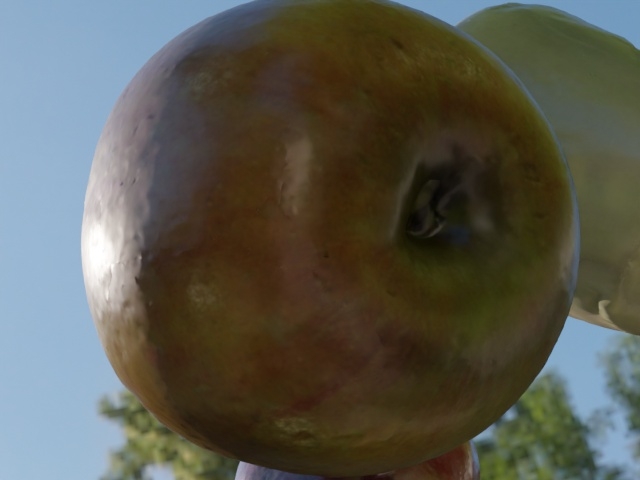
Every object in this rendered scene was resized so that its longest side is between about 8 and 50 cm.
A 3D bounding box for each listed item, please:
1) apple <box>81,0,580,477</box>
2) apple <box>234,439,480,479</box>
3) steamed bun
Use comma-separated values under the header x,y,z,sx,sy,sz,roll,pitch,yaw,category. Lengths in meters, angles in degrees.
x,y,z,sx,sy,sz,roll,pitch,yaw,category
0.000,0.000,0.604,0.182,0.182,0.155,11,-13,-37,apple
0.026,0.151,1.046,0.153,0.153,0.120,-25,-65,17,apple
0.154,-0.041,1.012,0.170,0.225,0.200,-65,-26,-3,steamed bun
